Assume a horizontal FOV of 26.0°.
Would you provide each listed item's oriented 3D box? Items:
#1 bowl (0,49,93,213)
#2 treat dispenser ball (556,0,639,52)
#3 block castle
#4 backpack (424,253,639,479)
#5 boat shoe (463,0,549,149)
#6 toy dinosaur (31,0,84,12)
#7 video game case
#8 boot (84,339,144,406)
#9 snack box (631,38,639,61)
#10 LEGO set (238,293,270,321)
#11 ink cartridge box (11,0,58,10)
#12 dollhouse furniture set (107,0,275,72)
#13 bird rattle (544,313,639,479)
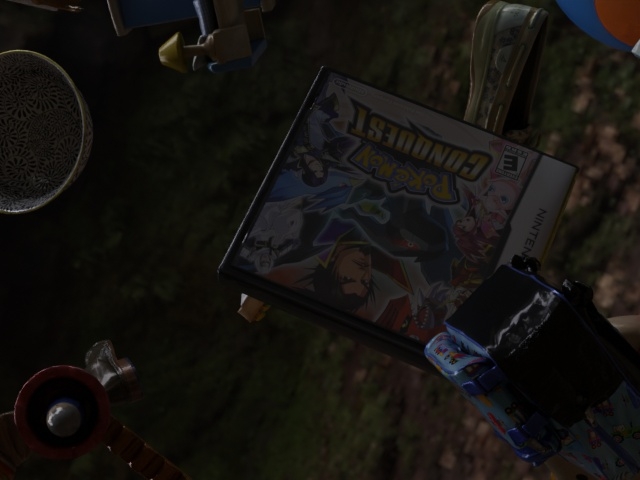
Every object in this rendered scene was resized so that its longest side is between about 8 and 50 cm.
[{"bbox_3d":[-0.300,-0.110,1.463,0.080,0.170,0.170,6,-74,-67],"label":"bowl"},{"bbox_3d":[0.407,-0.367,1.667,0.288,0.288,0.288,-54,-23,-35],"label":"treat dispenser ball"},{"bbox_3d":[-0.280,0.356,1.273,0.453,0.303,0.213,-49,5,-6],"label":"block castle"},{"bbox_3d":[0.179,0.111,1.025,0.117,0.173,0.158,-43,12,-1],"label":"backpack"},{"bbox_3d":[0.250,-0.175,1.857,0.104,0.089,0.285,-35,-49,-52],"label":"boat shoe"},{"bbox_3d":[-0.255,-0.222,1.127,0.112,0.211,0.064,23,-127,-45],"label":"toy dinosaur"},{"bbox_3d":[0.078,-0.016,1.317,0.035,0.275,0.248,99,-165,-65],"label":"video game case"},{"bbox_3d":[-0.354,0.210,2.124,0.106,0.219,0.082,-19,-76,-21],"label":"boot"},{"bbox_3d":[0.412,-0.171,1.254,0.187,0.060,0.322,-54,-37,5],"label":"snack box"},{"bbox_3d":[0.000,0.000,1.897,0.287,0.107,0.132,-64,16,-2],"label":"LEGO set"},{"bbox_3d":[-0.458,-0.509,2.005,0.226,0.131,0.306,9,-76,-28],"label":"ink cartridge box"},{"bbox_3d":[-0.183,-0.340,1.570,0.303,0.198,0.286,-78,-22,-71],"label":"dollhouse furniture set"},{"bbox_3d":[0.274,0.130,1.148,0.143,0.207,0.253,-102,-3,-57],"label":"bird rattle"}]
